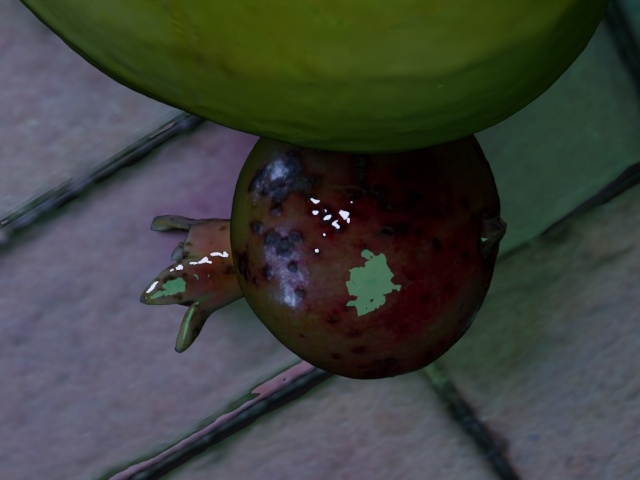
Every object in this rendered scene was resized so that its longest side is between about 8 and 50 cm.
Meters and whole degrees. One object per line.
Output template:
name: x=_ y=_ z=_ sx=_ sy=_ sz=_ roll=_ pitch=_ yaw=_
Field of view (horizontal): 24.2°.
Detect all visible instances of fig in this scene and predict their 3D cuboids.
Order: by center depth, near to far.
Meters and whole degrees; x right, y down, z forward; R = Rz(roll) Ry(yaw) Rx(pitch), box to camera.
fig: x=-0.004 y=-0.127 z=0.504 sx=0.230 sy=0.207 sz=0.207 roll=-14 pitch=135 yaw=32

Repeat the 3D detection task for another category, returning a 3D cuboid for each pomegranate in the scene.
pomegranate: x=0.000 y=-0.002 z=0.641 sx=0.159 sy=0.129 sz=0.129 roll=-4 pitch=127 yaw=-4
